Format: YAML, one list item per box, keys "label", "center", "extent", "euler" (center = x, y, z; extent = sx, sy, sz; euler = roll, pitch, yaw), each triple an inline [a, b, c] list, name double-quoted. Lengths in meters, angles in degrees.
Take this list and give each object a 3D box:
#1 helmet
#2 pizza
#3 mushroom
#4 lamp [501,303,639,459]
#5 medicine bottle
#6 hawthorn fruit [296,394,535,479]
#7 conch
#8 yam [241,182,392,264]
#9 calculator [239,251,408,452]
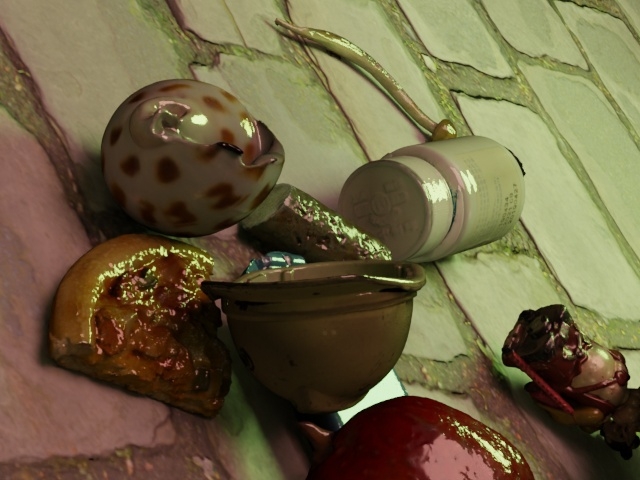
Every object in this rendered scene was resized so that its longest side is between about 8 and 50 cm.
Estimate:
- label: "helmet"
  center: [-0.003, 0.095, 1.664]
  extent: [0.257, 0.204, 0.137]
  euler: [-9, 96, -69]
- label: "pizza"
  center: [-0.149, 0.080, 1.657]
  extent: [0.197, 0.058, 0.292]
  euler: [53, 28, 6]
- label: "mushroom"
  center: [0.062, -0.222, 2.355]
  extent: [0.306, 0.043, 0.068]
  euler: [35, 6, -20]
- label: "lamp"
  center: [0.329, 0.181, 2.141]
  extent: [0.253, 0.118, 0.118]
  euler: [44, 28, -19]
- label: "medicine bottle"
  center: [0.135, -0.049, 2.124]
  extent: [0.143, 0.143, 0.258]
  euler: [55, 28, 13]
- label: "hawthorn fruit"
  center: [0.077, 0.242, 1.639]
  extent: [0.249, 0.215, 0.215]
  euler: [32, 30, -4]
- label: "conch"
  center: [-0.129, -0.077, 1.777]
  extent: [0.183, 0.149, 0.275]
  euler: [35, 17, 11]
- label: "yam"
  center: [0.000, 0.000, 1.947]
  extent: [0.179, 0.078, 0.078]
  euler: [33, 32, -27]
- label: "calculator"
  center: [0.016, 0.134, 1.828]
  extent: [0.173, 0.051, 0.293]
  euler: [7, 49, -52]
